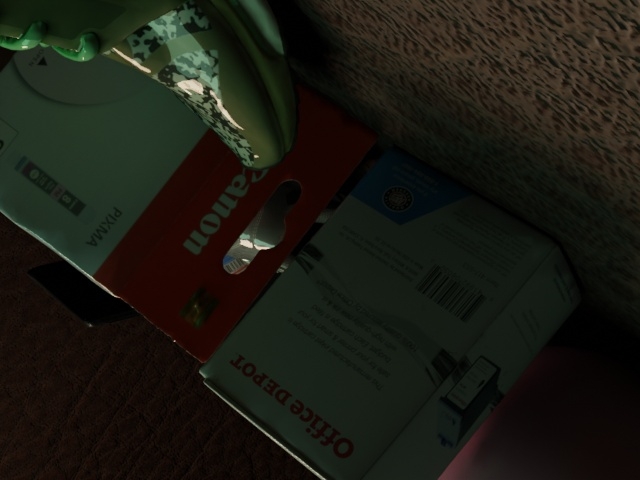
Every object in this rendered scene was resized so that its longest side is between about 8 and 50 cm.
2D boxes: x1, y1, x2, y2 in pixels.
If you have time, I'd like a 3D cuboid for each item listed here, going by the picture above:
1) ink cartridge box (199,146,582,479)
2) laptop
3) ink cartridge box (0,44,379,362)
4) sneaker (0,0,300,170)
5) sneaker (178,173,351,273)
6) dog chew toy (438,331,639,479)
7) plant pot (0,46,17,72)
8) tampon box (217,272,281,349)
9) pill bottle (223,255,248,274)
[{"bbox_3d":[0.043,0.058,0.869,0.139,0.191,0.082,34,170,36],"label":"ink cartridge box"},{"bbox_3d":[-0.115,0.124,1.780,0.382,0.407,0.236,-163,61,-68],"label":"laptop"},{"bbox_3d":[-0.110,-0.064,0.913,0.232,0.189,0.066,35,175,31],"label":"ink cartridge box"},{"bbox_3d":[-0.185,-0.155,0.777,0.410,0.182,0.158,43,171,-24],"label":"sneaker"},{"bbox_3d":[0.000,0.000,1.005,0.132,0.086,0.228,22,-170,27],"label":"sneaker"},{"bbox_3d":[0.110,0.132,0.987,0.332,0.206,0.206,42,176,45],"label":"dog chew toy"},{"bbox_3d":[-0.328,-0.167,1.255,0.229,0.263,0.263,60,167,-12],"label":"plant pot"},{"bbox_3d":[-0.015,0.070,1.287,0.101,0.161,0.120,38,173,7],"label":"tampon box"},{"bbox_3d":[-0.123,-0.053,1.247,0.124,0.124,0.221,36,170,21],"label":"pill bottle"}]
